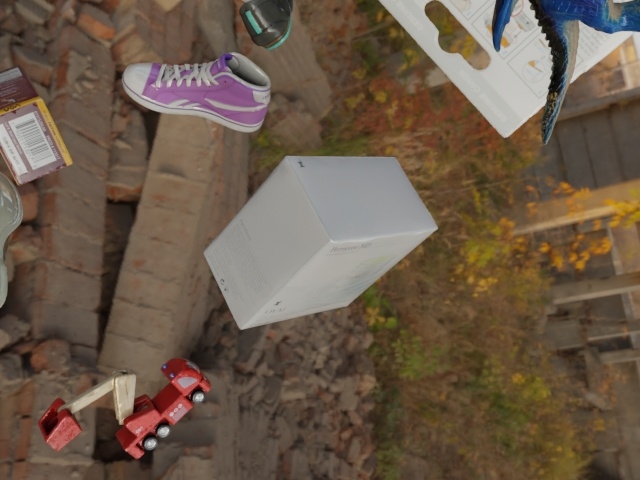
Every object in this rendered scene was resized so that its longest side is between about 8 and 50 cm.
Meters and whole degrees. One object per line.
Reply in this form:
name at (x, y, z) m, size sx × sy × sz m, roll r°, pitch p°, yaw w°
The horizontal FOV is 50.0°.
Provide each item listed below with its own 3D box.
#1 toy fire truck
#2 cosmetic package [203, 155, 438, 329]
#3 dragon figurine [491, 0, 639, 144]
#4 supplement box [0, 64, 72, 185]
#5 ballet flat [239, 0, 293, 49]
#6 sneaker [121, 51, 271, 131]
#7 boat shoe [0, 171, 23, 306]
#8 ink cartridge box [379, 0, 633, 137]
toy fire truck at (-0.253, 0.215, 0.906) m, size 0.192 × 0.047 × 0.135 m, roll -43°, pitch 126°, yaw -13°
cosmetic package at (0.000, 0.000, 0.966) m, size 0.224 × 0.224 × 0.138 m, roll -7°, pitch 60°, yaw -45°
dragon figurine at (0.132, -0.164, 0.390) m, size 0.289 × 0.144 × 0.085 m, roll 107°, pitch -24°, yaw -64°
supplement box at (-0.430, -0.169, 0.980) m, size 0.188 × 0.081 × 0.104 m, roll 41°, pitch -28°, yaw 50°
ballet flat at (-0.084, -0.427, 1.135) m, size 0.096 × 0.095 × 0.280 m, roll 43°, pitch 32°, yaw -34°
sneaker at (-0.229, -0.311, 1.292) m, size 0.161 × 0.282 × 0.102 m, roll 119°, pitch -20°, yaw -60°
boat shoe at (-0.483, 0.009, 0.944) m, size 0.109 × 0.091 × 0.305 m, roll 25°, pitch 30°, yaw -35°
ink cartridge box at (0.296, -0.377, 0.905) m, size 0.308 × 0.385 × 0.091 m, roll 48°, pitch 22°, yaw 0°
